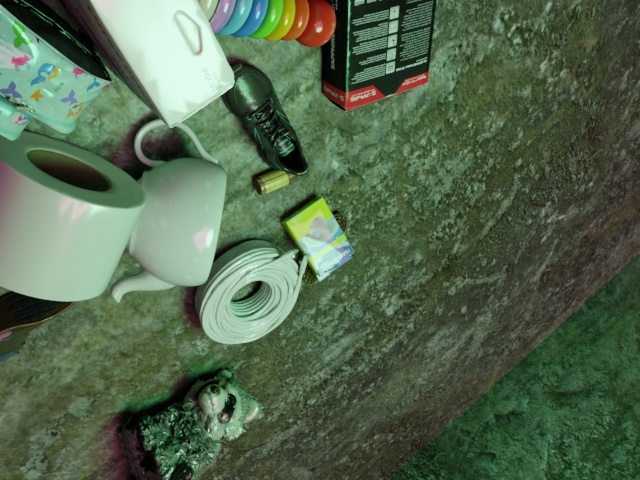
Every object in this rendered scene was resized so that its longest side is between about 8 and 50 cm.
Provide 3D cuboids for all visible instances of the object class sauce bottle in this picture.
[{"bbox_3d":[-0.082,-0.137,1.326,0.128,0.042,0.042,-23,134,-24],"label":"sauce bottle"}]

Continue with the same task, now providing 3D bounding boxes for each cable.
[{"bbox_3d":[-0.167,0.120,1.416,0.257,0.089,0.257,-10,129,-32],"label":"cable"}]

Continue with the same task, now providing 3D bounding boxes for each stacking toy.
[{"bbox_3d":[-0.104,-0.399,1.053,0.330,0.141,0.141,-4,123,-47],"label":"stacking toy"}]

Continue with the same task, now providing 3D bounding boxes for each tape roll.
[{"bbox_3d":[-0.419,-0.041,0.957,0.246,0.246,0.169,15,110,-46],"label":"tape roll"}]

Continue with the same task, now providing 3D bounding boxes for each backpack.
[{"bbox_3d":[-0.418,-0.250,0.812,0.191,0.225,0.253,-52,149,10],"label":"backpack"}]

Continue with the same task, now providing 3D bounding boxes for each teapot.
[{"bbox_3d":[-0.280,-0.046,1.114,0.186,0.256,0.253,11,139,-13],"label":"teapot"}]

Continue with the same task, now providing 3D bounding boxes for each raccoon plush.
[{"bbox_3d":[-0.341,0.499,1.558,0.299,0.216,0.446,-28,167,-41],"label":"raccoon plush"}]

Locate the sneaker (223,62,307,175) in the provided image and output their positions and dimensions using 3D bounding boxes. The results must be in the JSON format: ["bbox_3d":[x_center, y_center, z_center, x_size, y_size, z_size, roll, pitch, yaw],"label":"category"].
[{"bbox_3d":[-0.095,-0.230,1.196,0.101,0.106,0.267,-41,138,-6],"label":"sneaker"}]

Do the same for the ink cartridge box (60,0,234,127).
[{"bbox_3d":[-0.264,-0.313,0.846,0.117,0.283,0.207,-38,138,-11],"label":"ink cartridge box"}]

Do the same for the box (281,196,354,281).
[{"bbox_3d":[0.000,0.000,1.443,0.109,0.042,0.178,-35,108,-12],"label":"box"}]

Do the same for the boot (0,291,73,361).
[{"bbox_3d":[-0.567,0.157,1.134,0.219,0.082,0.106,-22,155,-33],"label":"boot"}]

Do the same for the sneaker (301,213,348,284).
[{"bbox_3d":[0.015,0.025,1.531,0.192,0.064,0.086,-62,164,-1],"label":"sneaker"}]

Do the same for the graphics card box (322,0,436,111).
[{"bbox_3d":[0.118,-0.466,1.203,0.232,0.094,0.371,-24,135,-25],"label":"graphics card box"}]
